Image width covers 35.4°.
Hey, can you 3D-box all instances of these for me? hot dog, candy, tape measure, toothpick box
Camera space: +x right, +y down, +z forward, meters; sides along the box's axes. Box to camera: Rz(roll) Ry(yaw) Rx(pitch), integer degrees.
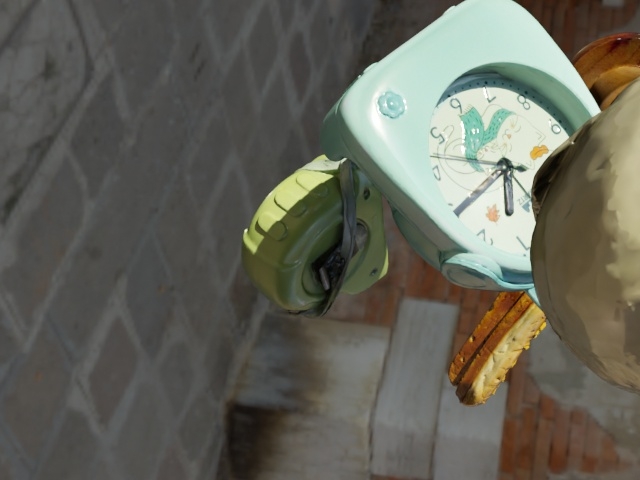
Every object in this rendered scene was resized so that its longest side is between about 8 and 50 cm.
[{"bbox_3d":[0.198,0.109,1.107,0.165,0.045,0.071,-58,-159,20],"label":"hot dog"},{"bbox_3d":[0.262,-0.002,0.583,0.295,0.295,0.185,63,10,-65],"label":"candy"},{"bbox_3d":[0.000,0.000,1.097,0.175,0.106,0.200,-37,149,-23],"label":"tape measure"},{"bbox_3d":[0.425,-0.170,1.357,0.294,0.192,0.192,-74,166,-68],"label":"toothpick box"}]

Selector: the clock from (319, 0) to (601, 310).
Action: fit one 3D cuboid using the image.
[{"bbox_3d":[0.151,-0.062,0.883,0.223,0.274,0.094,-37,-179,-25],"label":"clock"}]
